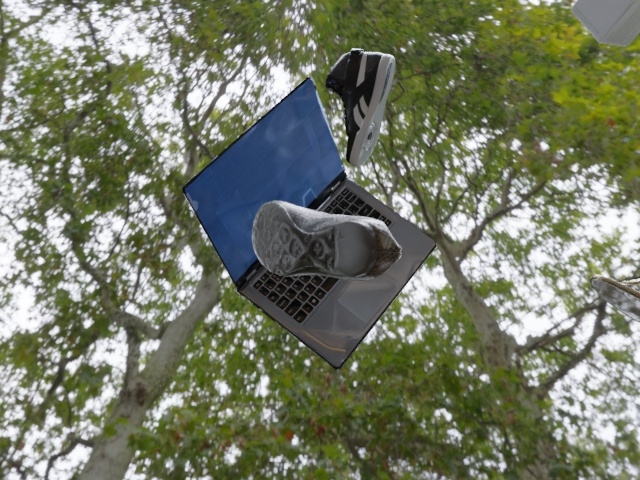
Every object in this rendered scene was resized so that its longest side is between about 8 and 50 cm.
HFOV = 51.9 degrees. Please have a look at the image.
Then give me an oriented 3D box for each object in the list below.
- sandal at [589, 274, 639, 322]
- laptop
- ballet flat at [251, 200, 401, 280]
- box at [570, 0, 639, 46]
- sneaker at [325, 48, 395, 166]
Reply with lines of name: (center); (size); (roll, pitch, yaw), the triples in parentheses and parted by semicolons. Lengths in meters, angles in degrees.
sandal: (0.530, 0.096, 0.977); (0.079, 0.240, 0.088); (-49, -31, -11)
laptop: (0.006, -0.039, 1.309); (0.408, 0.382, 0.236); (37, -28, 10)
ballet flat: (0.000, 0.000, 0.704); (0.058, 0.250, 0.084); (-1, -86, -34)
box: (0.539, -0.425, 1.197); (0.087, 0.101, 0.102); (-3, -35, -32)
sneaker: (0.057, -0.255, 1.254); (0.121, 0.079, 0.216); (18, -88, 21)
